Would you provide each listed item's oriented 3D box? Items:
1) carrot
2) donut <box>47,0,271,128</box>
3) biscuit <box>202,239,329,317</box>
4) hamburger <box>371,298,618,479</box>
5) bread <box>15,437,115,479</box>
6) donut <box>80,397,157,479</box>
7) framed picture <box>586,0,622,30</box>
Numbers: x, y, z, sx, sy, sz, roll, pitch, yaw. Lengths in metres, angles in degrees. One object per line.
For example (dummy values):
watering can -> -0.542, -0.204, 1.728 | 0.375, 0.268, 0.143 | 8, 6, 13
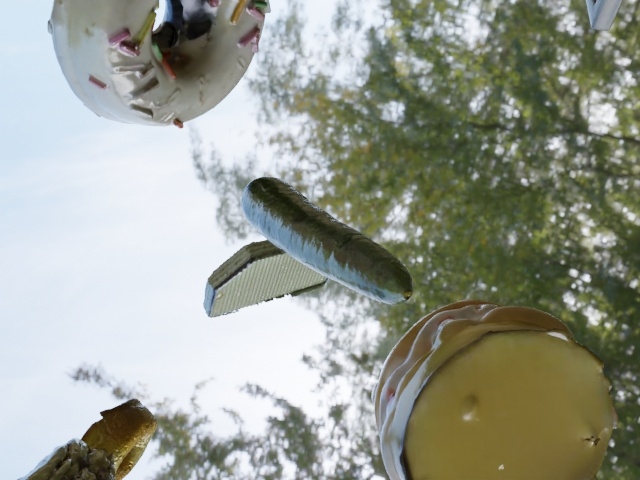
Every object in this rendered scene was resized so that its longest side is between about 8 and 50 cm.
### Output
carrot -> 0.000, 0.000, 0.934 | 0.074, 0.074, 0.358 | -9, -157, -26
donut -> -0.221, -0.340, 1.248 | 0.142, 0.382, 0.383 | 31, -140, 29
biscuit -> -0.088, 0.053, 1.490 | 0.252, 0.150, 0.052 | -16, -126, -27
hamburger -> 0.194, 0.199, 1.016 | 0.277, 0.276, 0.237 | 2, -173, -11
bread -> -0.401, 0.472, 1.209 | 0.167, 0.277, 0.324 | 22, -174, 3
donut -> -0.364, 0.371, 1.483 | 0.075, 0.174, 0.190 | 31, -174, 14
framed picture -> 0.212, -0.302, 0.588 | 0.016, 0.184, 0.249 | 3, -122, -2
